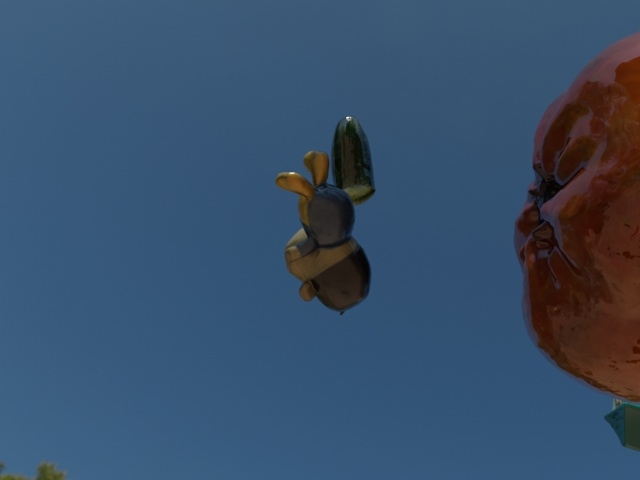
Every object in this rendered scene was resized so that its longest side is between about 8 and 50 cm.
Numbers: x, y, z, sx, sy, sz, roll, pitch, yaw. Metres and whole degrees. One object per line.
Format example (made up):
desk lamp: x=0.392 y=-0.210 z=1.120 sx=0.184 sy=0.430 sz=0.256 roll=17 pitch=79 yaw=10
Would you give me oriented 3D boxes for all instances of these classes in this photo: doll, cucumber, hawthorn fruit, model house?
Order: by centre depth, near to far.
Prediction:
doll: x=0.000 y=0.000 z=0.672 sx=0.089 sy=0.102 sz=0.179 roll=2 pitch=-58 yaw=36
cucumber: x=0.034 y=-0.095 z=0.768 sx=0.048 sy=0.105 sz=0.048 roll=-5 pitch=-17 yaw=-1
hawthorn fruit: x=0.457 y=-0.011 z=0.787 sx=0.472 sy=0.471 sz=0.471 roll=7 pitch=-54 yaw=10
model house: x=0.562 y=0.293 z=1.162 sx=0.101 sy=0.148 sz=0.127 roll=13 pitch=-24 yaw=12
